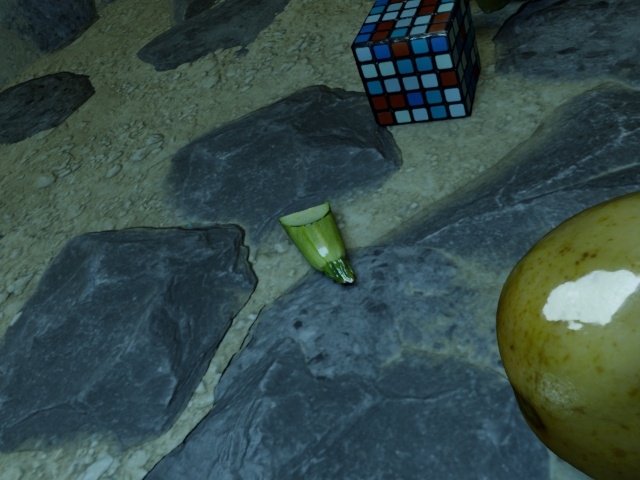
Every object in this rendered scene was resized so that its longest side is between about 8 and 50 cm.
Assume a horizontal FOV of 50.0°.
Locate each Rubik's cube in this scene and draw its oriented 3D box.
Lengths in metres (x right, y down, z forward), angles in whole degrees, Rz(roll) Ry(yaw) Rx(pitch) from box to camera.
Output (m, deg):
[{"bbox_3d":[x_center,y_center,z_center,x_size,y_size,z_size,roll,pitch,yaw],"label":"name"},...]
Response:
[{"bbox_3d":[0.185,-0.342,1.283,0.187,0.182,0.184,-3,44,25],"label":"Rubik's cube"}]

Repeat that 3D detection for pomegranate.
[{"bbox_3d":[0.306,0.094,0.637,0.307,0.307,0.307,-14,40,12],"label":"pomegranate"}]

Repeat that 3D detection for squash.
[{"bbox_3d":[0.000,-0.003,1.075,0.090,0.075,0.200,-7,35,-21],"label":"squash"}]

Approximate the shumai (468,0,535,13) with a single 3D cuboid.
[{"bbox_3d":[0.387,-0.631,1.408,0.288,0.292,0.330,-39,3,-36],"label":"shumai"}]
